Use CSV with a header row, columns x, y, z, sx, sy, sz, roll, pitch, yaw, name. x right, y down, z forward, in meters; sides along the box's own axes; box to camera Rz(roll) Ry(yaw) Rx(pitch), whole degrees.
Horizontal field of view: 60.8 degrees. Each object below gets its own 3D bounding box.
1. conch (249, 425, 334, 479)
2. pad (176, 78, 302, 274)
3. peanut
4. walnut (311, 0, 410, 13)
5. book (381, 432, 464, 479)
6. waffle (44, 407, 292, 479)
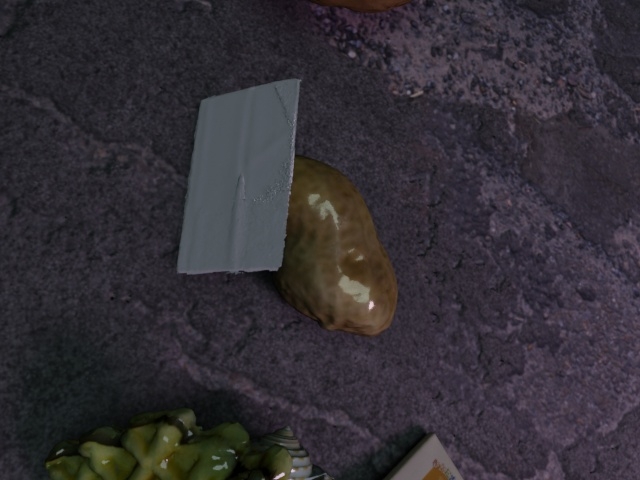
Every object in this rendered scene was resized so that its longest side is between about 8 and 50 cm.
x,y,z,sx,sy,sz,roll,pitch,yaw,name
-0.052,0.274,0.581,0.135,0.102,0.153,17,107,-24,conch
-0.098,-0.074,0.635,0.156,0.004,0.232,-3,74,29,pad
0.000,0.000,0.644,0.137,0.122,0.253,-20,82,-9,peanut
0.056,-0.438,0.678,0.312,0.277,0.252,2,40,-21,walnut
0.088,0.393,0.605,0.295,0.020,0.208,-32,90,-31,book
-0.129,0.312,0.506,0.297,0.073,0.318,-8,91,21,waffle
